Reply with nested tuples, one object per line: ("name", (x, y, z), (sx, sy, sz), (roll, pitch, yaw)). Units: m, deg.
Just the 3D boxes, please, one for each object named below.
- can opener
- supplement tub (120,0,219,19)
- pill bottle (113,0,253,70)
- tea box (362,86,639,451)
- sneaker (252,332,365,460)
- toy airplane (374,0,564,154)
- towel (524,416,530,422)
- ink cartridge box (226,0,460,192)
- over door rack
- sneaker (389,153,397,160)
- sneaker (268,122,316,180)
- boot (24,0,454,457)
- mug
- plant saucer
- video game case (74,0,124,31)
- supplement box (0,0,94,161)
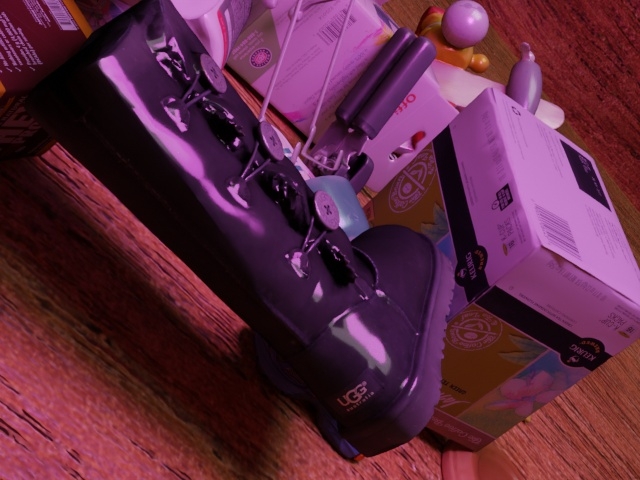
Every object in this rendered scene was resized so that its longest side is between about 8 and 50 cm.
("can opener", (0.070, -0.170, 1.431), (0.076, 0.283, 0.095), (36, -3, 37))
("supplement tub", (-0.191, -0.315, 0.986), (0.199, 0.144, 0.144), (28, 19, 18))
("pill bottle", (-0.179, -0.295, 1.227), (0.176, 0.176, 0.318), (46, 27, -19))
("tea box", (0.216, 0.039, 1.316), (0.220, 0.323, 0.329), (29, 33, -25))
("sneaker", (0.009, 0.149, 1.121), (0.221, 0.087, 0.083), (46, 26, -19))
("toy airplane", (0.223, -0.312, 1.830), (0.386, 0.272, 0.384), (-17, 55, -41))
("towel", (0.268, 0.190, 1.610), (0.237, 0.021, 0.102), (47, 32, -19))
("ink cartridge box", (0.037, -0.259, 1.524), (0.353, 0.207, 0.119), (41, 22, -29))
("over door rack", (-0.029, -0.256, 1.255), (0.239, 0.108, 0.324), (-13, 111, -74))
("sneaker", (0.138, -0.118, 1.729), (0.109, 0.040, 0.044), (55, 23, -2))
("sneaker", (-0.058, -0.095, 1.335), (0.161, 0.057, 0.075), (47, 21, -23))
("boot", (-0.054, -0.051, 0.983), (0.445, 0.146, 0.367), (46, 18, -17))
("mug", (0.004, -0.005, 1.251), (0.157, 0.129, 0.097), (12, 50, -55))
("plant saucer", (0.238, 0.350, 1.338), (0.200, 0.037, 0.200), (41, 29, -29))
("video game case", (-0.228, -0.179, 1.076), (0.166, 0.119, 0.015), (45, -1, -20))
("supplement box", (-0.320, -0.179, 0.893), (0.191, 0.129, 0.194), (57, 25, 3))
